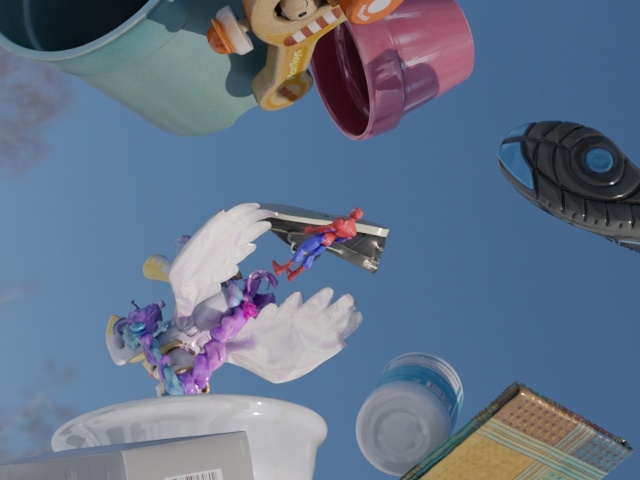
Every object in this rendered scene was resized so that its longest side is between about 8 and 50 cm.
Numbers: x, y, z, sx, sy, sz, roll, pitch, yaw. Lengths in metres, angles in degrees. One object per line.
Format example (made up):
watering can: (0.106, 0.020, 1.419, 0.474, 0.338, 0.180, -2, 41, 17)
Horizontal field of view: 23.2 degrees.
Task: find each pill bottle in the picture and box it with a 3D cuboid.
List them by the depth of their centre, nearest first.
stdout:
pill bottle: (0.148, 0.265, 2.478, 0.264, 0.146, 0.146, -45, 125, -73)

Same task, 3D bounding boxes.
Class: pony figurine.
pony figurine: (-0.164, 0.114, 2.314, 0.303, 0.351, 0.363, 46, -2, -26)

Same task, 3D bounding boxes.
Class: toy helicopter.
toy helicopter: (-0.046, -0.258, 1.949, 0.140, 0.235, 0.355, 60, -20, 18)

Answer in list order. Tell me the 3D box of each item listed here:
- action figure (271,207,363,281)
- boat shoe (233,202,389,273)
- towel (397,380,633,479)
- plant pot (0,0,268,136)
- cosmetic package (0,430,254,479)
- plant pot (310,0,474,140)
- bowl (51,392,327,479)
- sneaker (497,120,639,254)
action figure: (0.000, 0.000, 1.652, 0.115, 0.038, 0.030, -34, -133, 24)
boat shoe: (-0.020, -0.007, 2.301, 0.084, 0.233, 0.079, -64, 166, -78)
towel: (0.248, 0.369, 2.317, 0.370, 0.271, 0.040, -44, -143, 22)
plant pot: (-0.228, -0.321, 2.099, 0.341, 0.341, 0.334, 53, 8, 33)
cosmetic package: (-0.170, 0.212, 1.235, 0.238, 0.127, 0.107, -18, -100, 47)
plant pot: (0.102, -0.256, 2.133, 0.201, 0.180, 0.201, 162, -90, -72)
bowl: (-0.136, 0.270, 1.663, 0.298, 0.298, 0.134, 133, -43, -59)
sneaker: (0.372, -0.035, 1.920, 0.341, 0.125, 0.139, 24, -20, 8)
